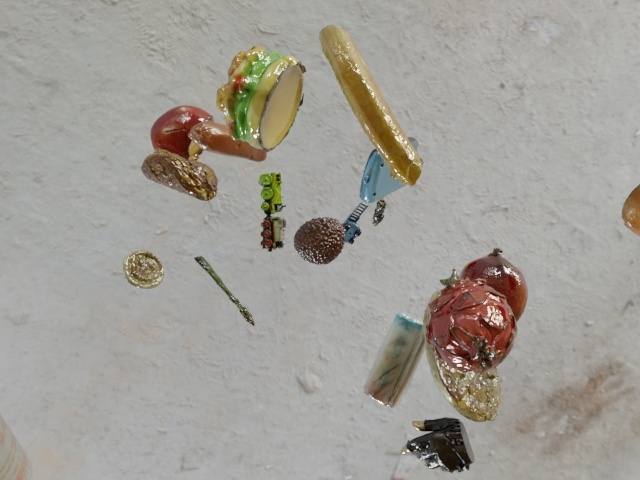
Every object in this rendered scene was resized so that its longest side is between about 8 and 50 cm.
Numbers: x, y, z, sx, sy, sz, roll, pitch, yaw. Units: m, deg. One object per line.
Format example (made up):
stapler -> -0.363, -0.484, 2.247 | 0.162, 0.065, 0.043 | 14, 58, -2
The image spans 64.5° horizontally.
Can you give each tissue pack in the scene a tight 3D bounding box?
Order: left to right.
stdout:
tissue pack -> 0.244, 0.364, 1.565 | 0.271, 0.124, 0.201 | -66, 159, -4

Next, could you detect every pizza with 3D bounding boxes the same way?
pizza -> 0.102, -0.275, 1.039 | 0.074, 0.182, 0.365 | -30, 94, 14

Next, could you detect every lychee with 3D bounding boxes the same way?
lychee -> 0.001, -0.002, 1.255 | 0.123, 0.123, 0.129 | 38, 94, -28

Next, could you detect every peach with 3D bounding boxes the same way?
peach -> -0.460, -0.357, 1.739 | 0.226, 0.196, 0.190 | -18, 142, 3

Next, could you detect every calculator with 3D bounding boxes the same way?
calculator -> 0.205, -0.210, 1.503 | 0.293, 0.051, 0.172 | -29, 140, -48

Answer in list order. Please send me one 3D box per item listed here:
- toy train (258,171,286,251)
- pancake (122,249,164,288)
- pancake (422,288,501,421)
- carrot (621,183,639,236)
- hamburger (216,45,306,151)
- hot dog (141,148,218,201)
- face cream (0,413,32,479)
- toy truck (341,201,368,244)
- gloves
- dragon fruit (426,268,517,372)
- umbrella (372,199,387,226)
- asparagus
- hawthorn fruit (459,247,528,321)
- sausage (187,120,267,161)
toy train -> -0.151, -0.089, 1.591 | 0.085, 0.053, 0.249 | -2, 91, -2
pancake -> -0.603, 0.101, 1.731 | 0.025, 0.151, 0.152 | -26, 128, 38
pancake -> 0.381, 0.304, 1.346 | 0.356, 0.356, 0.065 | 34, 132, -28
carrot -> 0.693, -0.011, 0.920 | 0.159, 0.225, 0.159 | -9, 134, -10
hamburger -> -0.146, -0.329, 1.160 | 0.149, 0.237, 0.237 | 26, 110, 10
hot dog -> -0.140, -0.067, 0.505 | 0.058, 0.083, 0.035 | 12, 99, -61
face cream -> -0.362, 0.250, 0.530 | 0.101, 0.101, 0.251 | -7, 131, -12
toy truck -> 0.104, -0.053, 1.602 | 0.063, 0.074, 0.136 | 26, 127, -18
gloves -> 0.285, 0.529, 1.289 | 0.181, 0.106, 0.129 | -24, 91, 19
dragon fruit -> 0.286, 0.165, 0.977 | 0.172, 0.209, 0.172 | 1, 129, 1
umbrella -> 0.199, -0.090, 1.719 | 0.040, 0.037, 0.144 | 9, 153, 1
asparagus -> -0.234, 0.120, 1.243 | 0.022, 0.233, 0.023 | -39, 162, -13
hawthorn fruit -> 0.417, 0.113, 1.222 | 0.169, 0.169, 0.188 | 20, 87, -24
sausage -> -0.281, -0.318, 1.633 | 0.094, 0.097, 0.348 | -53, 158, 20
